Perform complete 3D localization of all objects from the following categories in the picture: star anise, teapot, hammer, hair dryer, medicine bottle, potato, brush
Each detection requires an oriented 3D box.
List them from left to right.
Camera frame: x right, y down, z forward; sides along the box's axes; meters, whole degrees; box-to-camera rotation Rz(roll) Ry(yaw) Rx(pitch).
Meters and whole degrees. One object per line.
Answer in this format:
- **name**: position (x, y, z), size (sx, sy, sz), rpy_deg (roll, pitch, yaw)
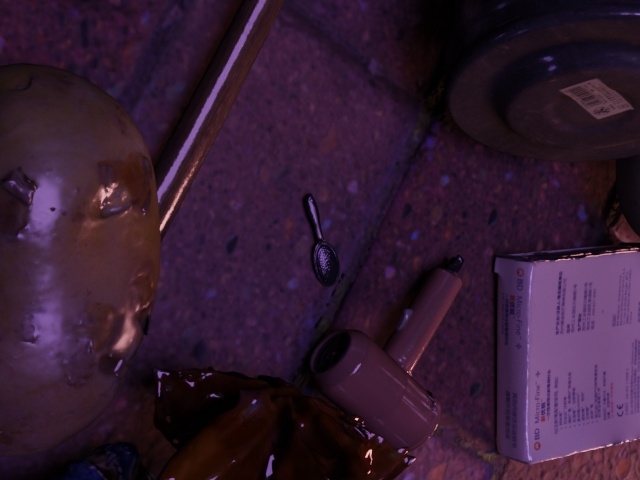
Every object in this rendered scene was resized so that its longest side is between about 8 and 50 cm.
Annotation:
- **potato**: position (-0.189, 0.015, 0.752), size (0.165, 0.165, 0.262), rpy_deg (0, 102, -32)
- **hammer**: position (-0.063, -0.149, 0.865), size (0.111, 0.043, 0.365), rpy_deg (33, 81, -52)
- **star anise**: position (-0.013, 0.193, 0.858), size (0.148, 0.237, 0.346), rpy_deg (-55, 143, -3)
- **brush**: position (0.000, 0.000, 0.948), size (0.024, 0.008, 0.083), rpy_deg (-21, 106, -25)
- **hair dryer**: position (0.075, 0.081, 0.980), size (0.117, 0.064, 0.181), rpy_deg (44, 64, -26)
- **medicine bottle**: position (0.249, 0.106, 1.090), size (0.171, 0.052, 0.201), rpy_deg (-6, 99, -32)
- **teapot**: position (0.264, -0.215, 0.934), size (0.239, 0.322, 0.239), rpy_deg (47, 42, -61)

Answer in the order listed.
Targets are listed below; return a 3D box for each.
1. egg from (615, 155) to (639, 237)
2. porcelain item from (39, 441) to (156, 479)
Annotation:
- **egg**: position (0.375, -0.096, 1.078), size (0.169, 0.169, 0.236), rpy_deg (34, 75, -30)
- **porcelain item**: position (-0.167, 0.300, 0.817), size (0.186, 0.138, 0.288), rpy_deg (-32, 107, -44)
